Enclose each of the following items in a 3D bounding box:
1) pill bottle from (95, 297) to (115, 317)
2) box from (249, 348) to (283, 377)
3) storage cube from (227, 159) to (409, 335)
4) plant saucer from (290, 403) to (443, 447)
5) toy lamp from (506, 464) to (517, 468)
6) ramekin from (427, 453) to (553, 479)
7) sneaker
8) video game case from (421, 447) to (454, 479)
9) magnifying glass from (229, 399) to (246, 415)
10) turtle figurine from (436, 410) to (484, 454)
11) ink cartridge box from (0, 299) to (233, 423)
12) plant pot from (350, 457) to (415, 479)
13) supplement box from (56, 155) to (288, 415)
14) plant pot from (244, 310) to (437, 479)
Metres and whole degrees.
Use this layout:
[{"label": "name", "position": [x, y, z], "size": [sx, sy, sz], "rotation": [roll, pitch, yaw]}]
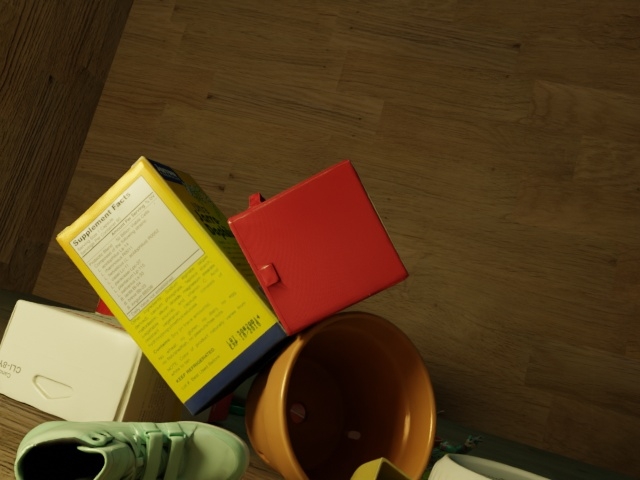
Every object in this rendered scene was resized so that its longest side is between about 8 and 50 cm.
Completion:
[{"label": "pill bottle", "position": [-0.490, 0.155, 1.698], "size": [0.229, 0.408, 0.229], "rotation": [15, -8, 2]}, {"label": "box", "position": [-0.258, 0.213, 1.573], "size": [0.293, 0.212, 0.395], "rotation": [2, 13, 33]}, {"label": "storage cube", "position": [0.000, 0.000, 0.919], "size": [0.193, 0.215, 0.183], "rotation": [-26, 5, 5]}, {"label": "plant saucer", "position": [0.071, 0.389, 1.247], "size": [0.259, 0.048, 0.258], "rotation": [13, -3, -35]}, {"label": "toy lamp", "position": [0.364, 0.501, 1.226], "size": [0.080, 0.080, 0.274], "rotation": [11, -7, 32]}, {"label": "ramekin", "position": [0.255, 0.379, 0.804], "size": [0.273, 0.127, 0.273], "rotation": [15, -8, 2]}, {"label": "sneaker", "position": [-0.193, 0.246, 0.650], "size": [0.256, 0.094, 0.151], "rotation": [8, -12, -16]}, {"label": "video game case", "position": [0.158, 0.447, 1.239], "size": [0.248, 0.035, 0.275], "rotation": [9, -3, 39]}, {"label": "magnifying glass", "position": [-0.275, 0.385, 1.487], "size": [0.231, 0.026, 0.092], "rotation": [12, -9, 17]}, {"label": "turtle figurine", "position": [0.274, 0.489, 1.458], "size": [0.175, 0.118, 0.234], "rotation": [32, -26, -9]}, {"label": "ink cartridge box", "position": [-0.360, 0.239, 1.152], "size": [0.279, 0.160, 0.384], "rotation": [12, -8, 20]}, {"label": "plant pot", "position": [0.072, 0.347, 0.806], "size": [0.081, 0.081, 0.083], "rotation": [40, -38, -16]}, {"label": "supplement box", "position": [-0.212, 0.068, 0.996], "size": [0.356, 0.194, 0.195], "rotation": [50, 6, 8]}, {"label": "plant pot", "position": [0.012, 0.272, 0.972], "size": [0.291, 0.291, 0.203], "rotation": [20, -25, -28]}]
